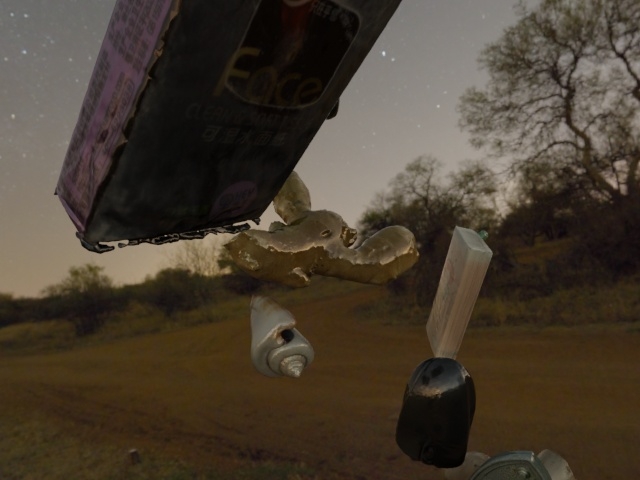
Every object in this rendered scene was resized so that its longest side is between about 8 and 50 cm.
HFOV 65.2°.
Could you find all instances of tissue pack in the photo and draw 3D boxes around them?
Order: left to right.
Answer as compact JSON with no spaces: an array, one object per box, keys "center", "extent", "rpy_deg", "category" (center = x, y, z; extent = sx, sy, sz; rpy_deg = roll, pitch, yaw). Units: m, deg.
[{"center":[-0.088,-0.164,0.502],"extent":[0.259,0.122,0.361],"rpy_deg":[-12,-35,-55],"category":"tissue pack"},{"center":[0.355,0.141,1.320],"extent":[0.071,0.326,0.170],"rpy_deg":[10,22,-3],"category":"tissue pack"}]

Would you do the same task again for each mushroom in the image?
[{"center":[0.426,0.574,1.123],"extent":[0.290,0.293,0.292],"rpy_deg":[-34,4,-17],"category":"mushroom"}]

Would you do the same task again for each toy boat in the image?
[{"center":[0.296,0.448,0.806],"extent":[0.141,0.320,0.092],"rpy_deg":[21,35,28],"category":"toy boat"}]

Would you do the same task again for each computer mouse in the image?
[{"center":[0.217,0.348,0.956],"extent":[0.137,0.270,0.086],"rpy_deg":[14,30,20],"category":"computer mouse"}]

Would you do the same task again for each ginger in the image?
[{"center":[0.005,0.018,1.006],"extent":[0.122,0.363,0.348],"rpy_deg":[-55,0,40],"category":"ginger"}]

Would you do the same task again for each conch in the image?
[{"center":[-0.067,0.145,0.795],"extent":[0.094,0.176,0.104],"rpy_deg":[-27,-48,11],"category":"conch"}]

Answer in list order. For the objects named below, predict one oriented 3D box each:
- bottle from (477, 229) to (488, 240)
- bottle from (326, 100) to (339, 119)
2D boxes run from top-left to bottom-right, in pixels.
[{"center":[0.463,0.004,1.491],"extent":[0.083,0.030,0.030],"rpy_deg":[-39,4,-14],"category":"bottle"},{"center":[-0.103,-0.296,0.956],"extent":[0.271,0.143,0.156],"rpy_deg":[-4,19,-3],"category":"bottle"}]
